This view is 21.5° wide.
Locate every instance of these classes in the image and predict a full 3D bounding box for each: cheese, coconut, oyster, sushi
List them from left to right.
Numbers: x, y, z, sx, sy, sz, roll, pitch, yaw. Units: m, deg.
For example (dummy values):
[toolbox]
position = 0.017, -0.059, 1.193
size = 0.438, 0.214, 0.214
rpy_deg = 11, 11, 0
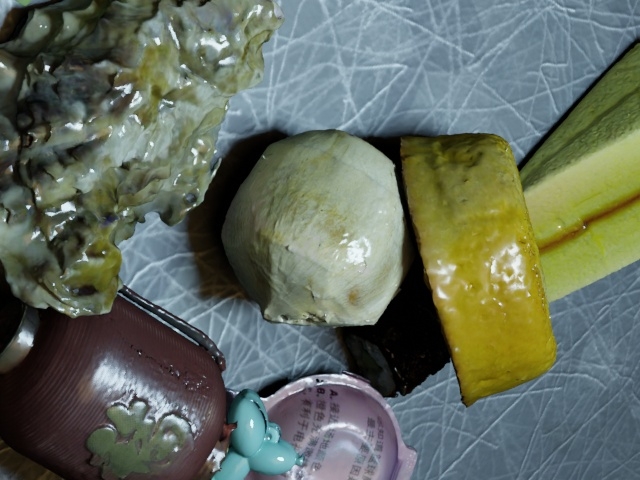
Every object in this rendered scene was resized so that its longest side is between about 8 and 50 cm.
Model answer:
[oyster]
position = -0.170, -0.107, 1.471
size = 0.351, 0.115, 0.238
rpy_deg = -40, 110, -20
[cheese]
position = -0.033, 0.213, 1.704
size = 0.286, 0.074, 0.189
rpy_deg = 15, 94, -22
[coconut]
position = -0.001, -0.001, 1.600
size = 0.194, 0.194, 0.194
rpy_deg = -10, 109, -30
[sushi]
position = 0.083, 0.114, 1.739
size = 0.084, 0.094, 0.098
rpy_deg = -37, 115, -22

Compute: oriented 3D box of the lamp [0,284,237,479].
[lamp]
position = -0.192, 0.132, 1.512
size = 0.258, 0.180, 0.180
rpy_deg = 37, 83, -28

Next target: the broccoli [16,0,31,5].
[broccoli]
position = -0.163, -0.329, 1.355
size = 0.375, 0.249, 0.302
rpy_deg = 36, 81, -39

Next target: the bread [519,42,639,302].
[bread]
position = 0.307, -0.078, 1.859
size = 0.264, 0.163, 0.167
rpy_deg = -27, 123, 12

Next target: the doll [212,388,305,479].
[doll]
position = -0.100, 0.218, 1.629
size = 0.159, 0.059, 0.158
rpy_deg = 18, 94, -6

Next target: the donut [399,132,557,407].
[donut]
position = 0.161, 0.019, 1.665
size = 0.108, 0.277, 0.277
rpy_deg = -13, 115, 8
